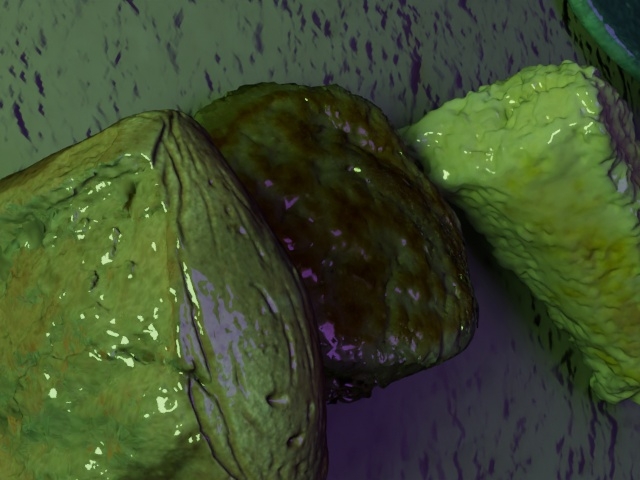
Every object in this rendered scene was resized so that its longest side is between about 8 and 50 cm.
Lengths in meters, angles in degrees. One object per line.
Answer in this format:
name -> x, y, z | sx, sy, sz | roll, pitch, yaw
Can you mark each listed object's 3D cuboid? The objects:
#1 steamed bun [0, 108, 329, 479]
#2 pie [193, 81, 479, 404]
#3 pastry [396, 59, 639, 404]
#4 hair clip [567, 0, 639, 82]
steamed bun -> -0.075, 0.045, 0.745 | 0.106, 0.145, 0.175 | -17, 87, -50
pie -> 0.000, 0.000, 0.909 | 0.193, 0.079, 0.163 | -2, 70, -50
pastry -> 0.160, 0.002, 1.067 | 0.258, 0.121, 0.089 | 45, 52, -34
hair clip -> 0.383, -0.110, 1.290 | 0.392, 0.238, 0.318 | 62, 38, -16
